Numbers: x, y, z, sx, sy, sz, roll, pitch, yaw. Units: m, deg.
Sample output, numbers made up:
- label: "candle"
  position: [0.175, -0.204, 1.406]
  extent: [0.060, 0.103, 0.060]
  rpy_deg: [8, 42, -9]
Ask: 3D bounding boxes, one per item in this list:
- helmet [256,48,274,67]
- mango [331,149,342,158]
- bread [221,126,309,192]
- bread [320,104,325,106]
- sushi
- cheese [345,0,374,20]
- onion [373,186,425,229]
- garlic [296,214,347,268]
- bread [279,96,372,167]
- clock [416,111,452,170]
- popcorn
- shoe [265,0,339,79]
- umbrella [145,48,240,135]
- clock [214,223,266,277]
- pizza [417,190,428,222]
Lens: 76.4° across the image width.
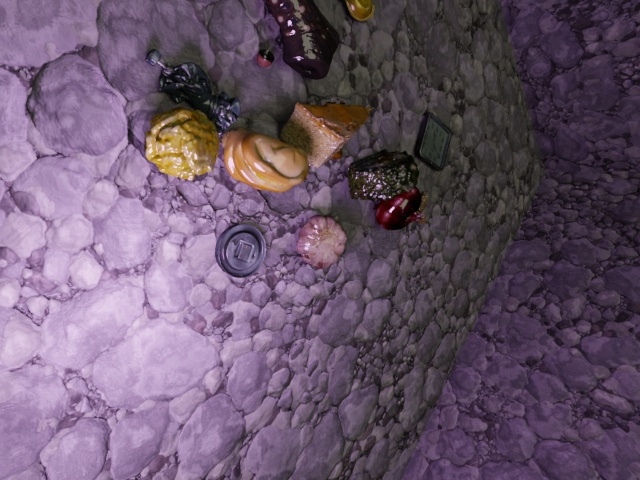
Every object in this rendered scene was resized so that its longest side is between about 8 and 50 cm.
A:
- label: "helmet"
  position: [-0.217, -0.701, 1.578]
  extent: [0.065, 0.049, 0.084]
  rpy_deg: [36, 40, -8]
- label: "mango"
  position: [0.060, -0.410, 1.869]
  extent: [0.114, 0.060, 0.080]
  rpy_deg: [19, 68, -40]
- label: "bread"
  position: [-0.196, -0.283, 1.529]
  extent: [0.315, 0.270, 0.211]
  rpy_deg: [3, 109, -49]
- label: "bread"
  position: [0.049, -0.530, 1.810]
  extent: [0.152, 0.105, 0.077]
  rpy_deg: [37, 78, -39]
- label: "sushi"
  position: [0.313, -0.315, 1.960]
  extent: [0.352, 0.294, 0.178]
  rpy_deg: [-31, 120, -39]
- label: "cheese"
  position: [0.151, -1.106, 1.839]
  extent: [0.270, 0.069, 0.177]
  rpy_deg: [14, 86, -40]
- label: "onion"
  position: [0.432, -0.156, 2.111]
  extent: [0.273, 0.285, 0.273]
  rpy_deg: [-36, 148, -27]
- label: "garlic"
  position: [0.000, 0.000, 1.821]
  extent: [0.245, 0.160, 0.245]
  rpy_deg: [-6, 106, -21]
- label: "bread"
  position: [0.020, -0.494, 1.699]
  extent: [0.279, 0.248, 0.315]
  rpy_deg: [33, 49, -9]
- label: "clock"
  position: [0.672, -0.582, 2.410]
  extent: [0.273, 0.049, 0.279]
  rpy_deg: [22, 81, -41]
- label: "popcorn"
  position: [-0.452, -0.314, 1.324]
  extent: [0.249, 0.225, 0.249]
  rpy_deg: [-1, 91, -59]
- label: "shoe"
  position: [-0.087, -0.808, 1.598]
  extent: [0.384, 0.171, 0.237]
  rpy_deg: [29, 72, -49]
- label: "umbrella"
  position: [-0.428, -0.511, 1.386]
  extent: [0.349, 0.094, 0.143]
  rpy_deg: [38, 67, -37]
- label: "clock"
  position: [-0.315, 0.041, 1.607]
  extent: [0.215, 0.042, 0.215]
  rpy_deg: [-7, 101, -42]
- label: "pizza"
  position: [0.603, -0.207, 2.406]
  extent: [0.185, 0.052, 0.195]
  rpy_deg: [32, 75, -44]
